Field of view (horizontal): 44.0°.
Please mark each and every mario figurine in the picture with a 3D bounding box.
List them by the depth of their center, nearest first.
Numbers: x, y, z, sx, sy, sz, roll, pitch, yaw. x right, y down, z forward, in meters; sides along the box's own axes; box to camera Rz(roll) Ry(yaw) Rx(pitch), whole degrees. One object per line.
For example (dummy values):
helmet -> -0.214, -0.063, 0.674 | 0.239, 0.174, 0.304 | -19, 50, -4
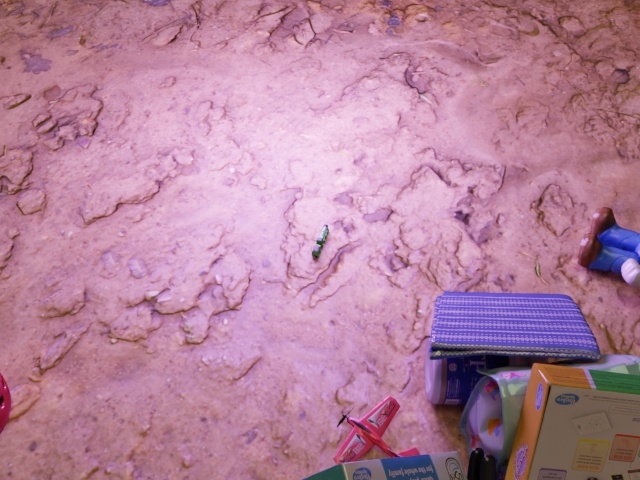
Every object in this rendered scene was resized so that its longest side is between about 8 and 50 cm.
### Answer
mario figurine -> 0.647, 0.016, 1.438 | 0.320, 0.170, 0.198 | 18, 85, 24

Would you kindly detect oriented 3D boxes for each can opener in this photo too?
can opener -> 0.221, 0.384, 1.115 | 0.073, 0.186, 0.059 | 0, 15, -35

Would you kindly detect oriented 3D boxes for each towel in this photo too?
towel -> 0.300, 0.136, 1.270 | 0.243, 0.040, 0.336 | 0, 9, 11

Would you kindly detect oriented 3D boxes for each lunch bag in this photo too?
lunch bag -> 0.338, 0.257, 1.160 | 0.223, 0.262, 0.160 | -5, 49, -5

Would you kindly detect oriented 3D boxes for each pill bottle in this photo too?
pill bottle -> 0.270, 0.214, 1.297 | 0.187, 0.112, 0.112 | 1, 48, -1

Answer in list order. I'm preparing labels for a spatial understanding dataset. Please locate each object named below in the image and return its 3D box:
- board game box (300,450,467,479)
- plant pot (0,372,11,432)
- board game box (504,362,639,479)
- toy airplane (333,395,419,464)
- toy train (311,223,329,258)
board game box -> 0.127, 0.438, 0.966 | 0.254, 0.079, 0.336 | 11, 54, -47
plant pot -> -0.599, 0.229, 1.225 | 0.191, 0.174, 0.191 | 0, 47, 1
board game box -> 0.369, 0.331, 1.051 | 0.242, 0.316, 0.064 | 8, 15, -7
toy airplane -> 0.095, 0.319, 1.254 | 0.151, 0.028, 0.151 | 0, 50, 0
toy train -> 0.000, 0.000, 1.539 | 0.017, 0.023, 0.083 | 13, 50, 10
